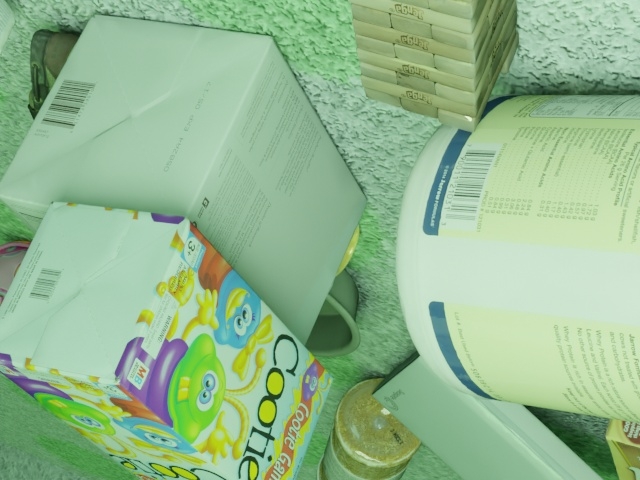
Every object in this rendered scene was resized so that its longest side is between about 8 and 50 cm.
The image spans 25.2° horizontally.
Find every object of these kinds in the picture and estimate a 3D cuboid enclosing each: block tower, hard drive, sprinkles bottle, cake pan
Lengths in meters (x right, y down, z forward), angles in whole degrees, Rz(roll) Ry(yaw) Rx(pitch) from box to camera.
[{"bbox_3d":[0.068,-0.194,0.906,0.091,0.097,0.335,18,158,17],"label":"block tower"},{"bbox_3d":[0.230,0.267,1.709,0.353,0.047,0.233,43,158,3],"label":"hard drive"},{"bbox_3d":[0.064,0.297,1.984,0.121,0.121,0.355,22,158,5],"label":"sprinkles bottle"},{"bbox_3d":[-0.081,0.042,1.648,0.293,0.054,0.293,21,158,9],"label":"cake pan"}]

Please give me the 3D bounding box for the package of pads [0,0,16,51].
[{"bbox_3d":[-0.446,-0.244,1.300,0.296,0.101,0.229,11,153,36],"label":"package of pads"}]

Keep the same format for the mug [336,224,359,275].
[{"bbox_3d":[-0.002,0.001,1.470,0.064,0.062,0.078,25,153,20],"label":"mug"}]

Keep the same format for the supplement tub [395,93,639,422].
[{"bbox_3d":[0.243,0.014,1.010,0.324,0.235,0.235,5,151,39],"label":"supplement tub"}]

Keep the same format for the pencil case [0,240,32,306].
[{"bbox_3d":[-0.386,0.112,2.034,0.124,0.124,0.284,15,155,22],"label":"pencil case"}]

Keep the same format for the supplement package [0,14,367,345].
[{"bbox_3d":[-0.115,-0.039,1.301,0.198,0.199,0.263,11,155,28],"label":"supplement package"}]

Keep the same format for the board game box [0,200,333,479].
[{"bbox_3d":[-0.123,0.104,1.177,0.142,0.144,0.275,7,153,31],"label":"board game box"}]

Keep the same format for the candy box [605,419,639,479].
[{"bbox_3d":[0.469,0.245,1.494,0.316,0.088,0.183,14,156,25],"label":"candy box"}]

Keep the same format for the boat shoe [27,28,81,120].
[{"bbox_3d":[-0.247,-0.135,1.395,0.073,0.080,0.223,28,153,5],"label":"boat shoe"}]
